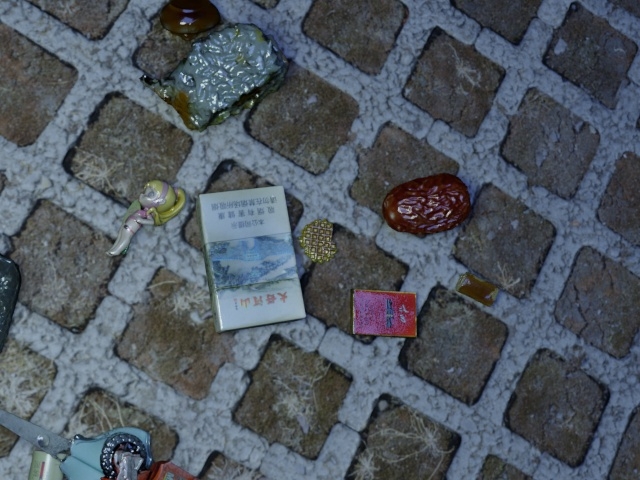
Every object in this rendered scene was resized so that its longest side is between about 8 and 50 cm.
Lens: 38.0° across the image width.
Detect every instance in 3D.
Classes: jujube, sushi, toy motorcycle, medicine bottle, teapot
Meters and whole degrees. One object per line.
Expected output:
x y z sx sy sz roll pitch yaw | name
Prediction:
0.209 -0.069 1.844 0.176 0.109 0.112 -13 47 -10 | jujube
-0.187 -0.300 1.730 0.274 0.184 0.139 -33 88 -18 | sushi
-0.271 0.459 1.585 0.298 0.089 0.171 39 57 -21 | toy motorcycle
-0.475 0.473 1.563 0.059 0.059 0.231 10 77 -14 | medicine bottle
-0.249 -0.426 1.801 0.129 0.078 0.098 -20 45 -32 | teapot

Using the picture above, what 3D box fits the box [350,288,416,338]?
0.123 0.143 1.817 0.133 0.023 0.090 5 80 -14 | box

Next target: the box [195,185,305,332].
-0.133 0.034 1.740 0.164 0.069 0.257 -8 81 -17 | box

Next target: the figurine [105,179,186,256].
-0.323 -0.037 1.704 0.083 0.083 0.187 38 66 -6 | figurine

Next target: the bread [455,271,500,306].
0.317 0.098 1.873 0.083 0.036 0.047 26 82 -11 | bread

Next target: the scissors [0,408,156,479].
-0.436 0.347 1.552 0.360 0.029 0.191 39 66 -28 | scissors

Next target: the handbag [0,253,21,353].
-0.639 0.072 1.589 0.270 0.088 0.175 27 81 -9 | handbag

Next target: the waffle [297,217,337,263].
-0.001 0.002 1.813 0.078 0.016 0.085 -23 86 -15 | waffle
